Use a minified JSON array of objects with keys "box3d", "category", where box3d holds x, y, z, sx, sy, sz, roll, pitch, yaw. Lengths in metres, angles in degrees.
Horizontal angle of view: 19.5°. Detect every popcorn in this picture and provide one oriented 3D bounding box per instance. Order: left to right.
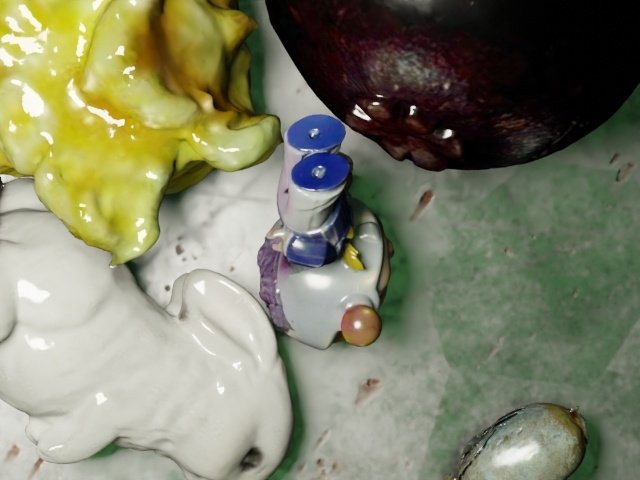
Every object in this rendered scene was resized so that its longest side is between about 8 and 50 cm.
[{"box3d":[-0.196,-0.161,1.688,0.274,0.279,0.335,-12,100,-8],"category":"popcorn"}]

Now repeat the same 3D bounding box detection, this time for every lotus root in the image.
[{"box3d":[0.186,0.213,1.800,0.165,0.088,0.088,-31,90,7],"category":"lotus root"}]

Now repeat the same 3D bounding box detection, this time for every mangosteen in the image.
[{"box3d":[0.144,-0.277,1.673,0.382,0.382,0.435,20,72,-2],"category":"mangosteen"}]

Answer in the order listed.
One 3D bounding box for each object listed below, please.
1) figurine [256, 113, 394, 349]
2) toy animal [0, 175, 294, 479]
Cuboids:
[{"box3d":[0.001,0.007,1.704,0.133,0.274,0.194,-11,79,-1],"category":"figurine"},{"box3d":[-0.180,0.099,1.748,0.357,0.194,0.258,22,71,-16],"category":"toy animal"}]
